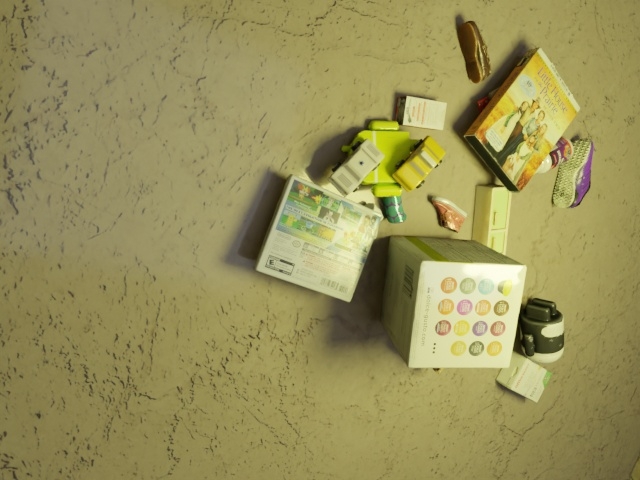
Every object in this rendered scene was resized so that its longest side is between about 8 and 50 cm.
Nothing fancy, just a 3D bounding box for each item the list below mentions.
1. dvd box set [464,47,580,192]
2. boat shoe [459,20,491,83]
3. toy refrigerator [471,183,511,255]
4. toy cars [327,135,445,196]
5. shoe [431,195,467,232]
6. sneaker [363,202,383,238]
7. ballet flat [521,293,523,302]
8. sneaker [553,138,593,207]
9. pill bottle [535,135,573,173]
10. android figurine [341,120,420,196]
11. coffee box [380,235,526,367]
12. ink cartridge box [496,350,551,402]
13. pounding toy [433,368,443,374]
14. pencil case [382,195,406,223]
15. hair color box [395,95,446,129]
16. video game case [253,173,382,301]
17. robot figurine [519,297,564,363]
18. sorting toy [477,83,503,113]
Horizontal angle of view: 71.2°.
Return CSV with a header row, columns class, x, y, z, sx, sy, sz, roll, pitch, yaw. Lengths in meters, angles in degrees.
class,x,y,z,sx,sy,sz,roll,pitch,yaw
dvd box set,0.735,-0.427,1.611,0.308,0.062,0.420,43,80,-22
boat shoe,0.532,-0.648,1.529,0.073,0.073,0.207,-34,122,-17
toy refrigerator,0.655,-0.074,1.711,0.102,0.094,0.269,-6,105,-25
toy cars,0.216,-0.235,1.364,0.394,0.087,0.176,-6,88,-14
shoe,0.461,-0.092,1.630,0.178,0.063,0.081,26,85,-33
sneaker,0.144,-0.016,1.495,0.094,0.080,0.212,39,83,-40
ballet flat,0.805,0.321,1.885,0.084,0.058,0.249,14,99,-58
sneaker,1.076,-0.273,1.870,0.146,0.102,0.293,5,105,-31
pill bottle,0.879,-0.326,1.750,0.194,0.108,0.108,-27,112,-17
android figurine,0.201,-0.263,1.434,0.273,0.056,0.248,-4,88,-12
coffee box,0.414,0.188,1.476,0.335,0.338,0.337,3,103,-8
ink cartridge box,0.911,0.610,2.001,0.212,0.093,0.154,30,87,-30
pounding toy,0.405,0.411,1.658,0.206,0.181,0.094,40,83,-28
pencil case,0.249,-0.137,1.517,0.070,0.064,0.151,-20,110,-19
hair color box,0.335,-0.424,1.496,0.167,0.053,0.093,0,103,-27
video game case,0.000,0.000,1.361,0.329,0.036,0.299,21,88,-22
robot figurine,0.948,0.391,1.925,0.209,0.173,0.278,-11,108,1
sorting toy,0.664,-0.499,1.639,0.275,0.046,0.132,-33,114,-16
